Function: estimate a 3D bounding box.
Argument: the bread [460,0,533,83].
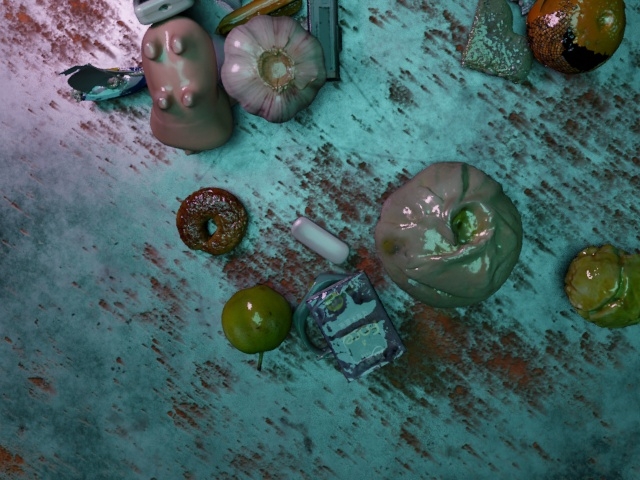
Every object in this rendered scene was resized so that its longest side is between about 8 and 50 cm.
[{"bbox_3d":[0.414,-0.478,1.611,0.172,0.064,0.232,-26,93,5],"label":"bread"}]

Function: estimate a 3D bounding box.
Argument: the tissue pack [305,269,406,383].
[{"bbox_3d":[0.087,0.212,1.655,0.173,0.073,0.236,-27,95,2],"label":"tissue pack"}]

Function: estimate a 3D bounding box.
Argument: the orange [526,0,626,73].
[{"bbox_3d":[0.595,-0.502,1.533,0.234,0.182,0.235,-3,98,-22],"label":"orange"}]

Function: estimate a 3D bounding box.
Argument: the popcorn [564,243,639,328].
[{"bbox_3d":[0.705,0.112,1.601,0.221,0.184,0.204,19,104,1],"label":"popcorn"}]

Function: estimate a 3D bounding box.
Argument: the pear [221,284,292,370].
[{"bbox_3d":[-0.157,0.223,1.683,0.180,0.166,0.216,-11,85,8],"label":"pear"}]

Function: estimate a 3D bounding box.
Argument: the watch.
[{"bbox_3d":[0.033,0.196,1.724,0.195,0.068,0.237,34,94,-2],"label":"watch"}]

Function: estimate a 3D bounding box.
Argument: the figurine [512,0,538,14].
[{"bbox_3d":[0.492,-0.587,1.599,0.060,0.047,0.106,-41,96,24],"label":"figurine"}]

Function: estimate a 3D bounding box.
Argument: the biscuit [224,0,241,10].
[{"bbox_3d":[-0.194,-0.733,1.591,0.186,0.079,0.309,25,102,-38],"label":"biscuit"}]

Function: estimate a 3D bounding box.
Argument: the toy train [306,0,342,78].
[{"bbox_3d":[0.007,-0.597,1.618,0.089,0.086,0.410,-1,96,4],"label":"toy train"}]

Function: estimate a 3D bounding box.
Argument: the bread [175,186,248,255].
[{"bbox_3d":[-0.282,-0.049,1.719,0.193,0.064,0.194,1,100,5],"label":"bread"}]

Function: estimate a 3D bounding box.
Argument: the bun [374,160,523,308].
[{"bbox_3d":[0.311,-0.004,1.598,0.364,0.219,0.366,1,96,8],"label":"bun"}]

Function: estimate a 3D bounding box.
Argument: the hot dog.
[{"bbox_3d":[-0.156,-0.558,1.634,0.235,0.092,0.062,-23,77,5],"label":"hot dog"}]

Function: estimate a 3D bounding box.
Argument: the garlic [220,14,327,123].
[{"bbox_3d":[-0.116,-0.416,1.574,0.244,0.253,0.245,-3,110,-8],"label":"garlic"}]

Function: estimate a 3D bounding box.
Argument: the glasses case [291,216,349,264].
[{"bbox_3d":[0.000,0.000,1.711,0.164,0.041,0.063,33,97,1],"label":"glasses case"}]

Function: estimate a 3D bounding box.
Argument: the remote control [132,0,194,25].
[{"bbox_3d":[-0.372,-0.575,1.556,0.140,0.296,0.056,-23,123,-4],"label":"remote control"}]

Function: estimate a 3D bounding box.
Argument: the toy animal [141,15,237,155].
[{"bbox_3d":[-0.320,-0.362,1.574,0.236,0.269,0.327,2,110,9],"label":"toy animal"}]

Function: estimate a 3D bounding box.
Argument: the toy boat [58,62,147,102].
[{"bbox_3d":[-0.526,-0.380,1.584,0.220,0.291,0.067,-13,97,6],"label":"toy boat"}]
